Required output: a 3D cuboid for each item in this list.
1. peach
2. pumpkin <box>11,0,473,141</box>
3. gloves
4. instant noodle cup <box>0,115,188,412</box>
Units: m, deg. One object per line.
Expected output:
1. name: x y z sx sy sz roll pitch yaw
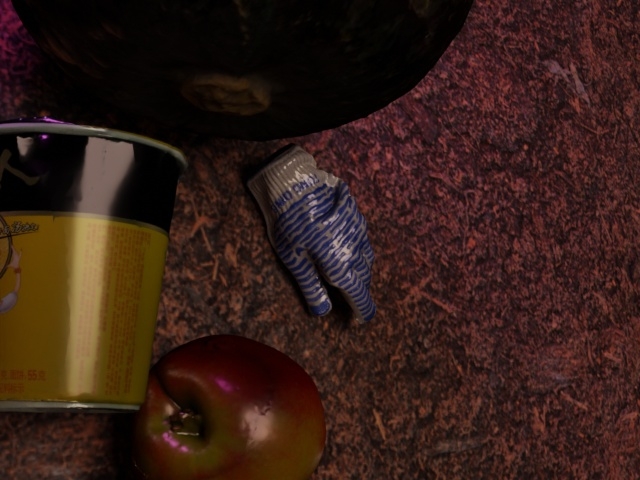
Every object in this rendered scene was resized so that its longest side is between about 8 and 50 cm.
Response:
1. peach: -0.084 0.179 1.028 0.197 0.197 0.197 18 63 -38
2. pumpkin: -0.072 -0.284 1.024 0.454 0.454 0.343 17 67 -38
3. gloves: 0.000 -0.002 1.244 0.119 0.097 0.229 -36 107 -14
4. instant noodle cup: -0.225 0.032 0.949 0.216 0.216 0.236 9 77 -41
